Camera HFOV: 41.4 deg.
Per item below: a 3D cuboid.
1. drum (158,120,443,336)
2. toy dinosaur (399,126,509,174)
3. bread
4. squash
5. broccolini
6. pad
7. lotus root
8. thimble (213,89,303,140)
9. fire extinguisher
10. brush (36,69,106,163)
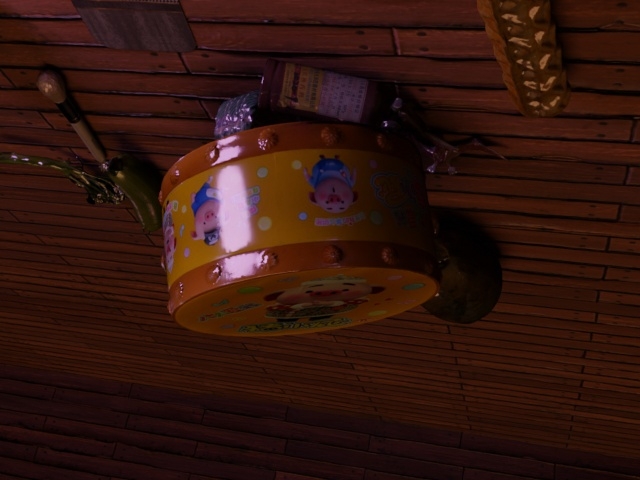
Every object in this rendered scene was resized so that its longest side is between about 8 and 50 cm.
[{"bbox_3d":[-0.034,0.002,1.296,0.431,0.214,0.431,-7,163,-2],"label":"drum"},{"bbox_3d":[0.187,-0.143,1.336,0.220,0.032,0.108,9,159,12],"label":"toy dinosaur"},{"bbox_3d":[0.231,-0.261,0.994,0.084,0.077,0.367,-1,154,25],"label":"bread"},{"bbox_3d":[-0.345,-0.093,1.640,0.071,0.080,0.318,24,162,15],"label":"squash"},{"bbox_3d":[-0.508,-0.124,1.674,0.271,0.062,0.123,15,142,-20],"label":"broccolini"},{"bbox_3d":[-0.203,-0.305,1.130,0.323,0.055,0.250,24,160,19],"label":"pad"},{"bbox_3d":[0.260,0.073,1.615,0.160,0.152,0.275,-31,153,20],"label":"lotus root"},{"bbox_3d":[-0.090,-0.167,1.309,0.090,0.118,0.135,-14,141,38],"label":"thimble"},{"bbox_3d":[0.039,-0.203,1.239,0.252,0.075,0.106,11,-176,-1],"label":"fire extinguisher"},{"bbox_3d":[-0.430,-0.208,1.488,0.042,0.039,0.299,-27,158,-7],"label":"brush"}]
